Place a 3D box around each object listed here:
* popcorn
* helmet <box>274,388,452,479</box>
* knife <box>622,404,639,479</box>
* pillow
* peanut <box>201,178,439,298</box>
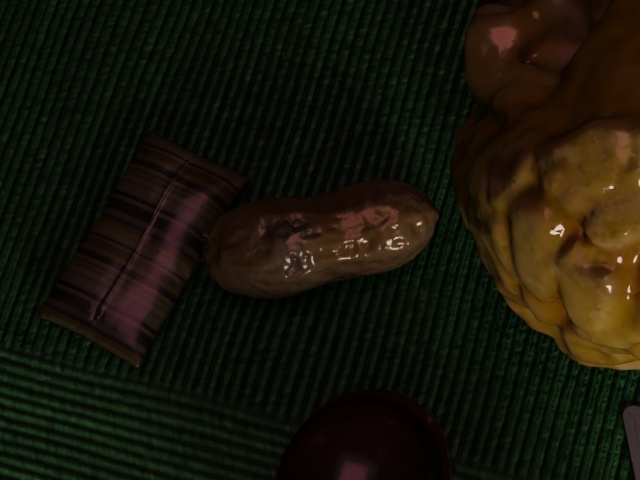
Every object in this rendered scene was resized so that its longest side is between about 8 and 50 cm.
[{"bbox_3d":[0.277,-0.063,1.446,0.344,0.354,0.390,-6,46,-4],"label":"popcorn"},{"bbox_3d":[0.034,0.191,1.514,0.155,0.106,0.175,27,71,16],"label":"helmet"},{"bbox_3d":[0.288,0.249,1.501,0.058,0.032,0.244,-5,64,8],"label":"knife"},{"bbox_3d":[-0.160,0.005,1.645,0.113,0.038,0.203,25,75,16],"label":"pillow"},{"bbox_3d":[0.000,0.000,1.604,0.214,0.099,0.099,-9,68,-2],"label":"peanut"}]
